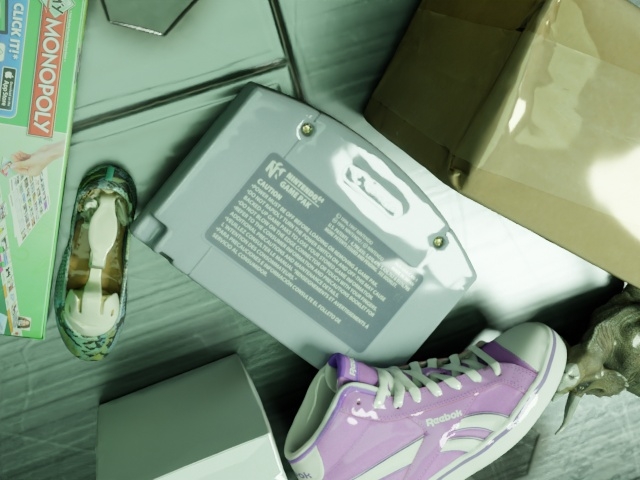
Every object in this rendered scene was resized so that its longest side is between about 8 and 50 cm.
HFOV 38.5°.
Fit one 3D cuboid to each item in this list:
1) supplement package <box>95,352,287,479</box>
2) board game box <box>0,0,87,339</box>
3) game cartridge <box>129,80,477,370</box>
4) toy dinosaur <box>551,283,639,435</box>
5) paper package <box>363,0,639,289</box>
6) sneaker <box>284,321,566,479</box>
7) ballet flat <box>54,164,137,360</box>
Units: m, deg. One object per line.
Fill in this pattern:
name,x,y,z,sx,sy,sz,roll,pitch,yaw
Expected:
supplement package,-0.096,0.246,0.830,0.149,0.194,0.203,-21,108,-8
board game box,-0.323,-0.081,0.777,0.213,0.046,0.317,8,101,-15
game cartridge,0.000,0.000,0.852,0.297,0.062,0.198,39,88,-25
toy dinosaur,0.357,0.110,0.958,0.313,0.121,0.160,9,118,-25
paper package,0.229,-0.081,0.762,0.325,0.309,0.168,26,101,-17
sneaker,0.094,0.141,0.851,0.282,0.102,0.161,-40,110,-9
ballet flat,-0.203,0.027,0.821,0.070,0.070,0.188,4,103,-14
